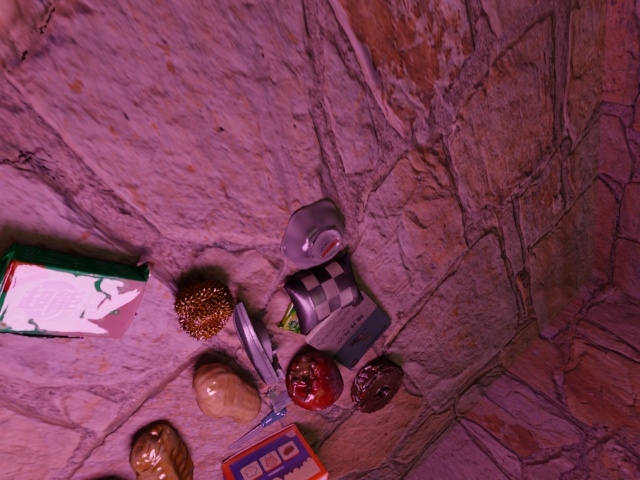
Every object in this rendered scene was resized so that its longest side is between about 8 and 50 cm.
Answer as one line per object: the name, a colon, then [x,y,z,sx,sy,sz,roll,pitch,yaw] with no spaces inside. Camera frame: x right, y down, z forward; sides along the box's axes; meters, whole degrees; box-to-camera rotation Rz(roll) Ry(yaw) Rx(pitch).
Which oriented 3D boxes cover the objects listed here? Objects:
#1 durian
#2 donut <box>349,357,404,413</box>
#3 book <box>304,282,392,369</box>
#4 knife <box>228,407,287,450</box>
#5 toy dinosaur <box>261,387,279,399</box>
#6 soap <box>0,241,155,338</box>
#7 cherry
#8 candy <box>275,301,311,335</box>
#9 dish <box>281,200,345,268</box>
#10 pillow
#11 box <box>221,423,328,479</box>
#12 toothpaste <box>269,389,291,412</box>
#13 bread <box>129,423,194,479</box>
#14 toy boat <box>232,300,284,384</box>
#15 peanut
durian: [-0.299,0.178,1.049,0.168,0.137,0.158,-21,148,-43]
donut: [0.241,0.623,1.745,0.270,0.103,0.269,-17,126,-26]
book: [0.118,0.332,1.503,0.264,0.031,0.379,-47,139,-4]
knife: [-0.227,0.694,1.486,0.244,0.032,0.058,-36,141,-9]
toy dinosaur: [-0.183,0.549,1.433,0.083,0.021,0.062,-25,141,-25]
soap: [-0.525,0.109,0.854,0.273,0.098,0.217,20,97,-45]
cherry: [-0.009,0.497,1.415,0.175,0.192,0.250,-37,134,27]
candy: [-0.059,0.269,1.347,0.178,0.032,0.102,31,95,-44]
dish: [0.000,0.000,1.195,0.230,0.081,0.229,-19,126,-28]
pillow: [0.016,0.166,1.287,0.250,0.106,0.185,-25,111,-23]
box: [-0.173,0.953,1.524,0.319,0.257,0.348,-19,125,-30]
toothpaste: [-0.106,0.566,1.491,0.164,0.034,0.046,-28,130,-21]
bread: [-0.473,0.665,1.212,0.152,0.130,0.267,-57,149,-50]
toy boat: [-0.185,0.290,1.189,0.092,0.141,0.319,-23,129,-9]
peanut: [-0.287,0.475,1.237,0.148,0.147,0.318,-40,138,-11]
